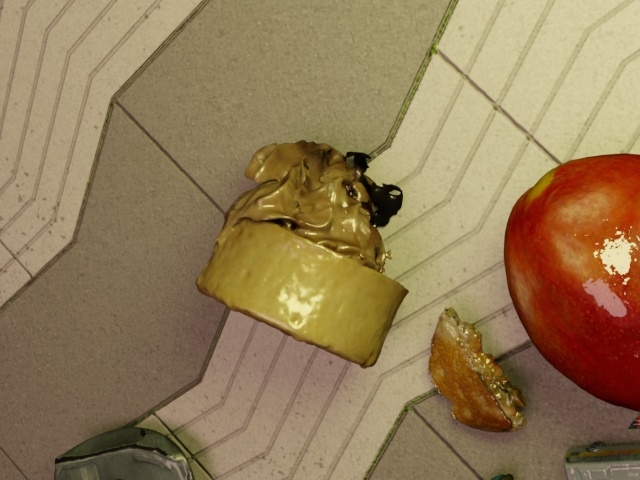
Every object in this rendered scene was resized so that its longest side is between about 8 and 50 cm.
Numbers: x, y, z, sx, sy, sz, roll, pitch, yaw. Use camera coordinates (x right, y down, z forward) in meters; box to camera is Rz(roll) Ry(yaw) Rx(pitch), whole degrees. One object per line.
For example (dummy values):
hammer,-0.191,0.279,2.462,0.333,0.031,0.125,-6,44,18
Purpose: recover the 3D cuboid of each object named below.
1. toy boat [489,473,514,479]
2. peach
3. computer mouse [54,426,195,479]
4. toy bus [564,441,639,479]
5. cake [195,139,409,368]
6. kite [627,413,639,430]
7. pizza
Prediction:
toy boat,0.281,0.462,1.443,0.075,0.077,0.185,32,120,19
peach,0.390,0.055,1.107,0.307,0.308,0.332,-26,62,34
computer mouse,-0.405,0.500,1.840,0.373,0.114,0.203,-8,99,25
toy bus,0.465,0.346,1.298,0.190,0.075,0.064,-14,99,32
cake,0.003,0.001,1.352,0.332,0.332,0.321,21,85,23
kite,0.505,0.251,1.285,0.090,0.004,0.122,34,120,16
pizza,0.246,0.215,1.394,0.226,0.069,0.147,57,146,6
